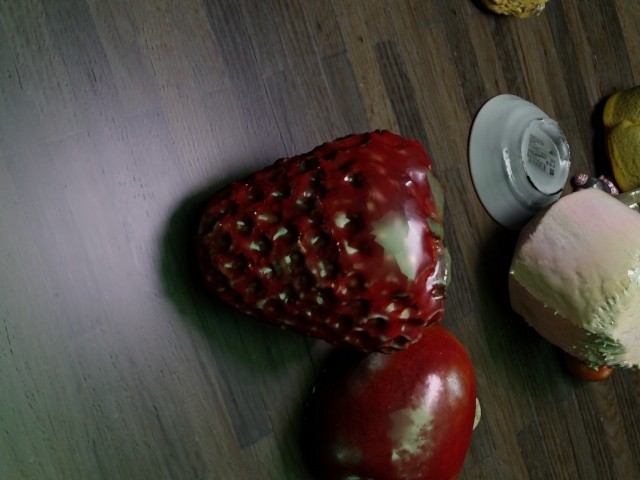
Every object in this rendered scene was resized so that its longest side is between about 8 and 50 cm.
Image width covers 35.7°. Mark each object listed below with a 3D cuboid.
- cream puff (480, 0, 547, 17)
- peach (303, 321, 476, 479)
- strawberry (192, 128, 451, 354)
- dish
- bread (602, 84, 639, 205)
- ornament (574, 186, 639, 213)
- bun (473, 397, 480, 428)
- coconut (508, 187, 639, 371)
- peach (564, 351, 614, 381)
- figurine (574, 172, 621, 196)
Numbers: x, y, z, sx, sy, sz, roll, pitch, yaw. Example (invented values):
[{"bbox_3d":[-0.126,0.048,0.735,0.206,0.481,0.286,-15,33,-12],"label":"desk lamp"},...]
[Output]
[{"bbox_3d":[0.360,-0.501,1.840,0.189,0.129,0.189,5,82,-36],"label":"cream puff"},{"bbox_3d":[0.144,0.258,1.523,0.258,0.201,0.362,51,56,-23],"label":"peach"},{"bbox_3d":[0.000,0.000,1.397,0.345,0.295,0.318,0,99,-18],"label":"strawberry"},{"bbox_3d":[0.393,-0.151,1.854,0.260,0.085,0.260,6,81,-40],"label":"dish"},{"bbox_3d":[0.696,-0.199,2.067,0.269,0.148,0.270,12,71,-39],"label":"bread"},{"bbox_3d":[0.586,-0.032,1.973,0.244,0.061,0.230,-23,125,2],"label":"ornament"},{"bbox_3d":[0.230,0.290,1.688,0.086,0.054,0.086,-9,105,-37],"label":"bun"},{"bbox_3d":[0.480,0.061,1.770,0.297,0.309,0.298,-20,128,-28],"label":"coconut"},{"bbox_3d":[0.516,0.222,1.909,0.100,0.100,0.101,5,81,-39],"label":"peach"},{"bbox_3d":[0.566,-0.105,2.013,0.129,0.054,0.072,-8,86,-42],"label":"figurine"}]
